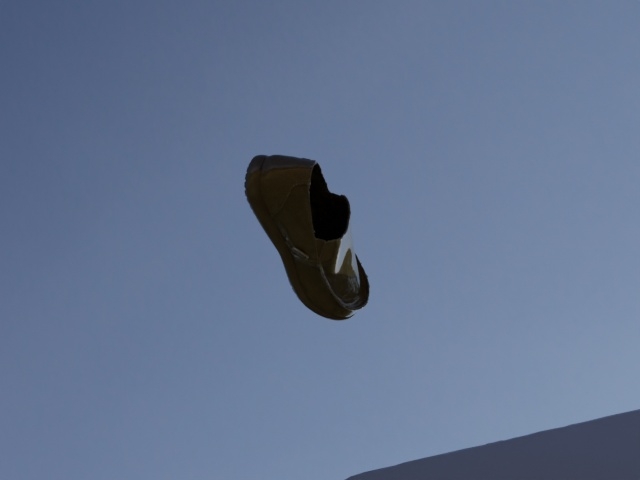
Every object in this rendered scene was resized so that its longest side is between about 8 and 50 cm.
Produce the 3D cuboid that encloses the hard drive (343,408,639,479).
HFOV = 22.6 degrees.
[{"bbox_3d":[0.187,0.173,0.592,0.233,0.353,0.047,-8,-63,-30],"label":"hard drive"}]

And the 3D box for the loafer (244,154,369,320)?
[{"bbox_3d":[0.000,0.000,1.084,0.050,0.056,0.148,-8,-44,30],"label":"loafer"}]
